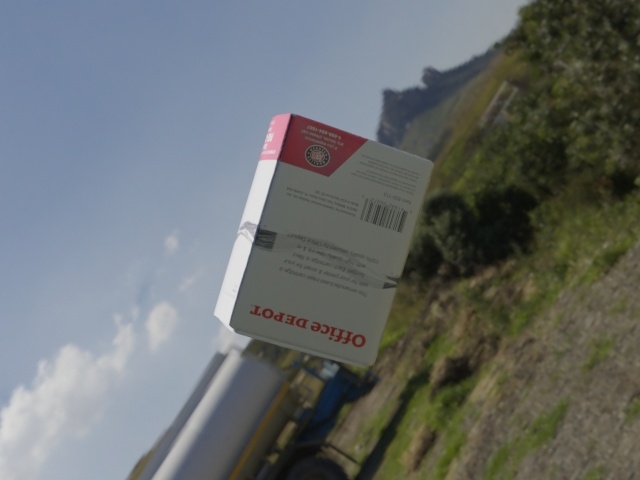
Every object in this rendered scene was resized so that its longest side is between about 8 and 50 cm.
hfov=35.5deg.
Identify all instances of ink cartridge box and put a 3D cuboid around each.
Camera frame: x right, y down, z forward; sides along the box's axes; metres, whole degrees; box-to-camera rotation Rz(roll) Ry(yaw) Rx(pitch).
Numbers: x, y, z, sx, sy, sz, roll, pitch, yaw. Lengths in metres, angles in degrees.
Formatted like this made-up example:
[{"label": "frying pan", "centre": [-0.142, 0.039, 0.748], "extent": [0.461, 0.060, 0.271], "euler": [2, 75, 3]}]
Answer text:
[{"label": "ink cartridge box", "centre": [0.000, 0.000, 1.306], "extent": [0.117, 0.207, 0.282], "euler": [-166, 93, -72]}]
